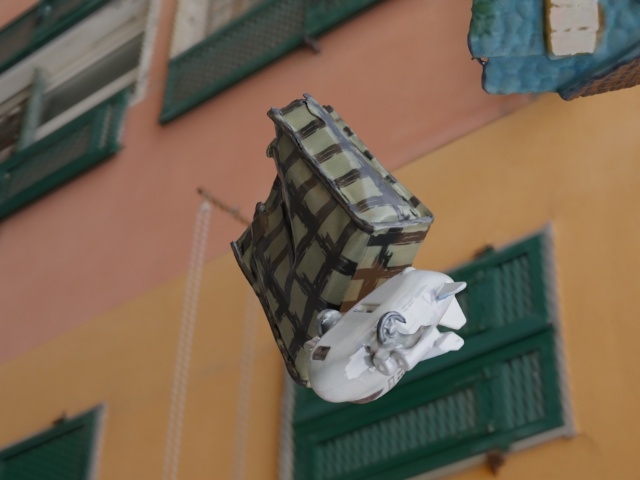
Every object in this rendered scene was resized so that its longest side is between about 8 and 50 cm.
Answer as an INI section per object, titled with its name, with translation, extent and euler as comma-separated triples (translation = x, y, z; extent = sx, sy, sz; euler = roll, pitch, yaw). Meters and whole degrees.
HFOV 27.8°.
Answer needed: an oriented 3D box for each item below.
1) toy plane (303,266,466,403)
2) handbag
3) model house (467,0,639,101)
[toy plane]
translation = 0.090, 0.129, 1.755
extent = 0.123, 0.266, 0.267
euler = 63, 30, -15
[handbag]
translation = 0.000, 0.000, 1.976
extent = 0.162, 0.325, 0.327
euler = -5, 43, -34
[model house]
translation = 0.303, -0.253, 1.260
extent = 0.261, 0.241, 0.226
euler = -20, 114, -50
